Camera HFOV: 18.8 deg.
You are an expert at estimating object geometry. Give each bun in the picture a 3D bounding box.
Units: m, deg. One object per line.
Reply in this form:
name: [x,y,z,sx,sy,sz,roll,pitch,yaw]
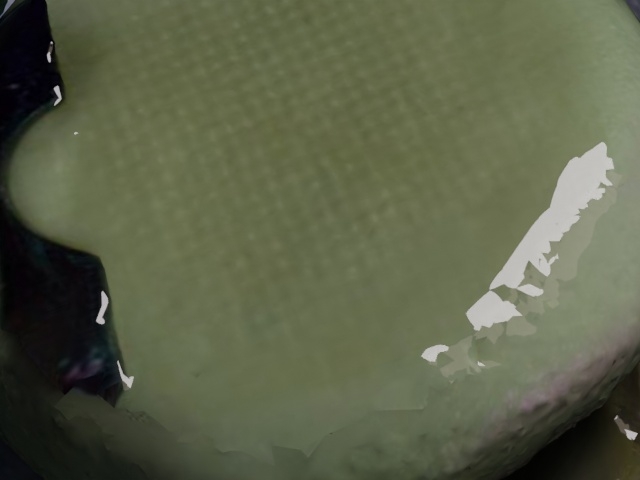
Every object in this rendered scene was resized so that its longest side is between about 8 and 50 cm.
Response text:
bun: [0.000,0.000,0.757,0.293,0.187,0.293,-4,61,7]

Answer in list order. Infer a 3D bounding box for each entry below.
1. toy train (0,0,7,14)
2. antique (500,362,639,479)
toy train: [-0.237,-0.080,0.632,0.299,0.238,0.167,-36,81,-17]
antique: [0.135,0.053,0.839,0.125,0.150,0.284,25,43,-18]
